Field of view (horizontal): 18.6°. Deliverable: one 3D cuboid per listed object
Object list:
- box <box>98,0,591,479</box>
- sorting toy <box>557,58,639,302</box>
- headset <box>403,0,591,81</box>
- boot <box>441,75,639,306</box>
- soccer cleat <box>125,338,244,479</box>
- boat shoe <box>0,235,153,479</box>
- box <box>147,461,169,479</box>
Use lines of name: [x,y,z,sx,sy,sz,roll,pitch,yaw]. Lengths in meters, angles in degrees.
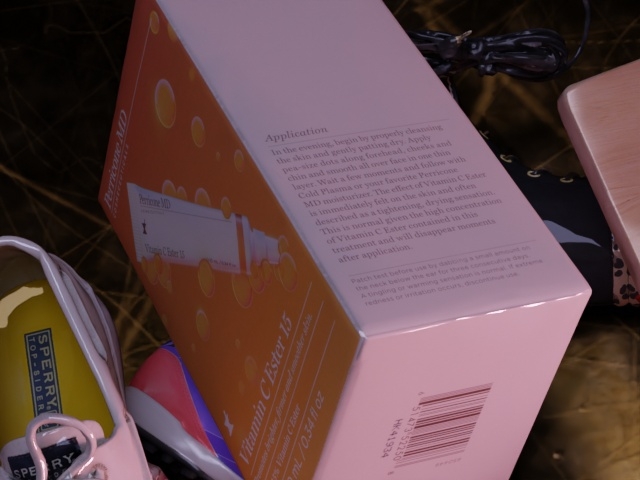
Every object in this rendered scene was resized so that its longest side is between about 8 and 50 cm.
box: [0.000,0.000,1.317,0.168,0.215,0.345,-10,48,-26]
sorting toy: [0.318,-0.019,1.341,0.257,0.089,0.255,-21,82,-12]
headset: [0.148,-0.303,1.475,0.185,0.243,0.394,-1,70,11]
boot: [0.153,-0.043,1.441,0.178,0.085,0.236,-5,64,4]
soccer cleat: [-0.002,0.163,1.362,0.318,0.109,0.116,30,70,25]
boat shoe: [-0.159,0.154,1.220,0.135,0.156,0.367,-16,62,4]
box: [-0.230,0.186,1.380,0.257,0.128,0.123,20,70,19]
